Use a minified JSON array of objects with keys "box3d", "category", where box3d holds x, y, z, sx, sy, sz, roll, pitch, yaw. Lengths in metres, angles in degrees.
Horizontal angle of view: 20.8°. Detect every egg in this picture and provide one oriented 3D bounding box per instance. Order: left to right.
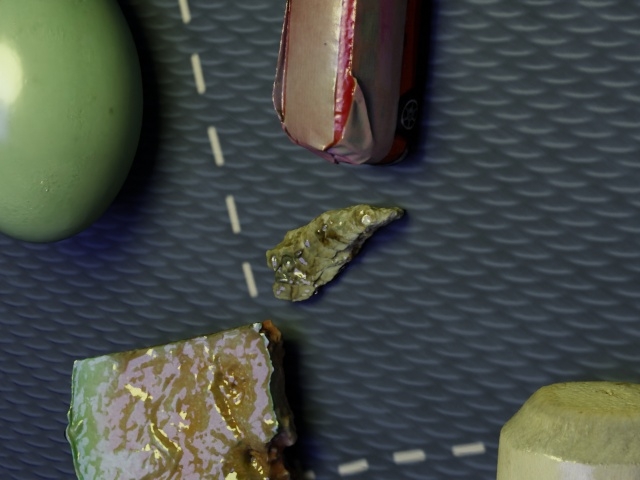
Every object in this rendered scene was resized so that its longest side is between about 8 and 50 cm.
[{"box3d":[-0.359,-0.190,2.162,0.276,0.276,0.389,-4,93,36],"category":"egg"}]

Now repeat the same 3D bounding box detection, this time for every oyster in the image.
[{"box3d":[0.001,0.001,2.063,0.106,0.061,0.200,51,122,20],"category":"oyster"}]

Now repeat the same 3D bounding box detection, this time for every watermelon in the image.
[{"box3d":[-0.146,0.246,2.172,0.302,0.151,0.264,-16,84,19],"category":"watermelon"}]

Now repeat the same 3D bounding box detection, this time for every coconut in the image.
[{"box3d":[0.295,0.283,1.790,0.237,0.237,0.266,9,97,35],"category":"coconut"}]

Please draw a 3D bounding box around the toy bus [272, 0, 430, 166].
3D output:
[{"box3d":[0.038,-0.233,1.955,0.127,0.147,0.303,15,104,39],"category":"toy bus"}]
